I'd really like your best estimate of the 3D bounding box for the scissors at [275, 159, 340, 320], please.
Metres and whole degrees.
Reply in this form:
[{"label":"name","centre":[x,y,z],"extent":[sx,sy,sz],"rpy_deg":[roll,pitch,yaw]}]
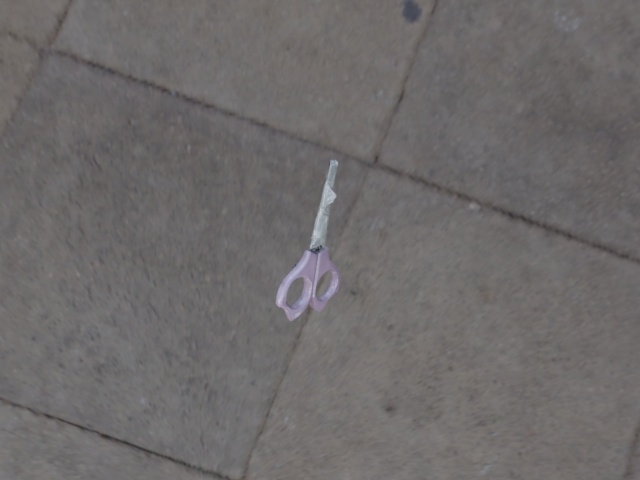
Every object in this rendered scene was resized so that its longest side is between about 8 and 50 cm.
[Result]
[{"label":"scissors","centre":[0.000,0.000,1.382],"extent":[0.021,0.110,0.212],"rpy_deg":[29,116,36]}]
